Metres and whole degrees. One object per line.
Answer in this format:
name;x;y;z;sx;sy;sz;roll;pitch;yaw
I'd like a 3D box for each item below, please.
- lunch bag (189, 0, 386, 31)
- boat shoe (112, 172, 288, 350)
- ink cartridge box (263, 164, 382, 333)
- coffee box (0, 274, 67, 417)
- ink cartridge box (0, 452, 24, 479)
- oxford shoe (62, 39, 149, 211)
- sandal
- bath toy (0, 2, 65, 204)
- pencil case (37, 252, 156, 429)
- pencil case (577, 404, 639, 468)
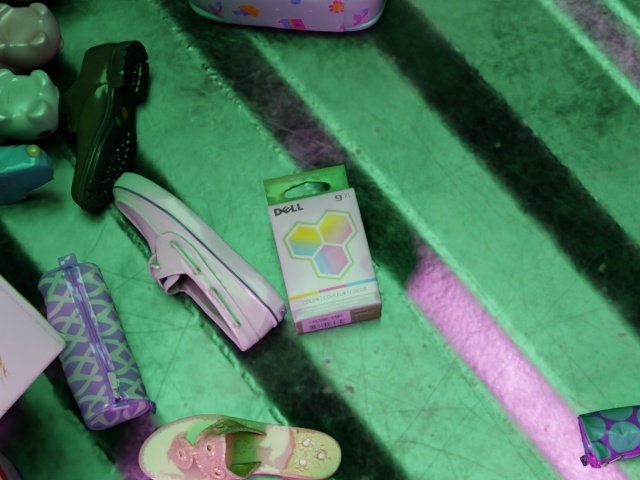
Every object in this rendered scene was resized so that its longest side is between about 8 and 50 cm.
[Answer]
lunch bag;-0.033;-0.390;1.903;0.279;0.108;0.224;4;68;2
boat shoe;-0.163;0.027;1.773;0.267;0.096;0.088;42;72;6
ink cartridge box;0.000;0.000;1.790;0.109;0.062;0.209;-12;70;-2
coffee box;-0.522;0.118;1.498;0.337;0.338;0.334;46;67;-11
ink cartridge box;-0.358;0.301;1.605;0.078;0.231;0.134;-30;72;-9
oxford shoe;-0.284;-0.142;1.849;0.096;0.083;0.227;2;69;22
sandal;-0.096;0.239;1.700;0.240;0.079;0.088;2;71;2
bath toy;-0.386;-0.227;1.846;0.151;0.129;0.348;2;72;3
pencil case;-0.270;0.125;1.741;0.086;0.088;0.206;-22;71;-8
pencil case;0.376;0.223;1.701;0.152;0.064;0.070;-11;55;-2
